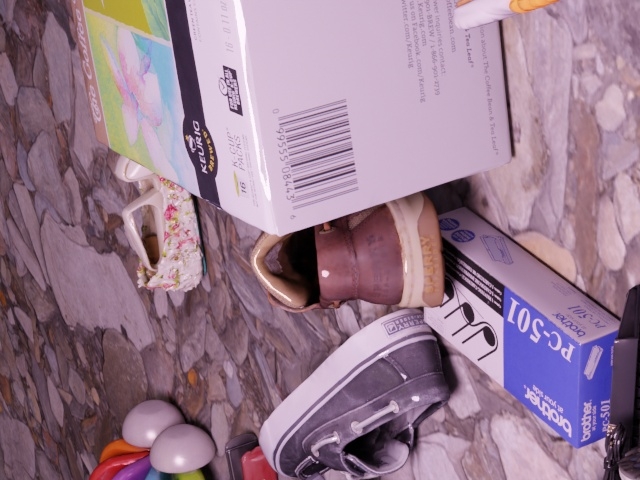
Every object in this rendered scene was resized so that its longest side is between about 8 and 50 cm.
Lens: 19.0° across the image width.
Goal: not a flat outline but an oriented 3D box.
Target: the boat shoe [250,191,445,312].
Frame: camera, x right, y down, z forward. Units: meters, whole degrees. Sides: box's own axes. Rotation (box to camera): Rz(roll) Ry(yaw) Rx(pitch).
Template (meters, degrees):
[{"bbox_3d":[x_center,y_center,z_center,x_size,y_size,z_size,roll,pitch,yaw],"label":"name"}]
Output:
[{"bbox_3d":[0.000,0.000,1.587,0.342,0.123,0.123,-146,47,-73],"label":"boat shoe"}]

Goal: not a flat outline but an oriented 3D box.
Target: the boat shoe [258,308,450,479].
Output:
[{"bbox_3d":[0.035,0.168,1.714,0.102,0.108,0.301,65,147,18],"label":"boat shoe"}]

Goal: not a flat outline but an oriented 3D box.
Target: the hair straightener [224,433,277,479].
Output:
[{"bbox_3d":[-0.069,0.313,2.094,0.089,0.047,0.230,29,136,56],"label":"hair straightener"}]

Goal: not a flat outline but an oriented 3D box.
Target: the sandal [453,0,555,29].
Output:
[{"bbox_3d":[0.148,-0.192,1.238,0.265,0.102,0.076,-8,102,66],"label":"sandal"}]

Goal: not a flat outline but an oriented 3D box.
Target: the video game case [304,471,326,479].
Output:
[{"bbox_3d":[0.072,0.355,1.750,0.274,0.026,0.196,49,160,23],"label":"video game case"}]

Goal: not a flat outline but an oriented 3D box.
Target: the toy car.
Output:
[{"bbox_3d":[-0.196,0.284,2.210,0.182,0.136,0.159,31,133,54],"label":"toy car"}]

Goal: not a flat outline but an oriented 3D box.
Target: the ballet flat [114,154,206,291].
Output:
[{"bbox_3d":[-0.174,-0.053,2.011,0.091,0.077,0.241,22,125,59],"label":"ballet flat"}]

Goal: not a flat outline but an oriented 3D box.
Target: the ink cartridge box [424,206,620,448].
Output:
[{"bbox_3d":[0.152,0.063,1.465,0.207,0.046,0.097,40,141,48],"label":"ink cartridge box"}]

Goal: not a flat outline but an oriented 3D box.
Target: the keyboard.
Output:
[{"bbox_3d":[0.216,0.132,1.350,0.023,0.108,0.180,6,122,15],"label":"keyboard"}]

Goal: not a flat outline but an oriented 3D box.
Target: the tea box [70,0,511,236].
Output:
[{"bbox_3d":[-0.043,-0.219,1.467,0.323,0.220,0.329,28,130,57],"label":"tea box"}]

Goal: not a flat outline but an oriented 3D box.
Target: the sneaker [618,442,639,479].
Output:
[{"bbox_3d":[0.307,0.198,1.205,0.122,0.110,0.283,67,164,-18],"label":"sneaker"}]
